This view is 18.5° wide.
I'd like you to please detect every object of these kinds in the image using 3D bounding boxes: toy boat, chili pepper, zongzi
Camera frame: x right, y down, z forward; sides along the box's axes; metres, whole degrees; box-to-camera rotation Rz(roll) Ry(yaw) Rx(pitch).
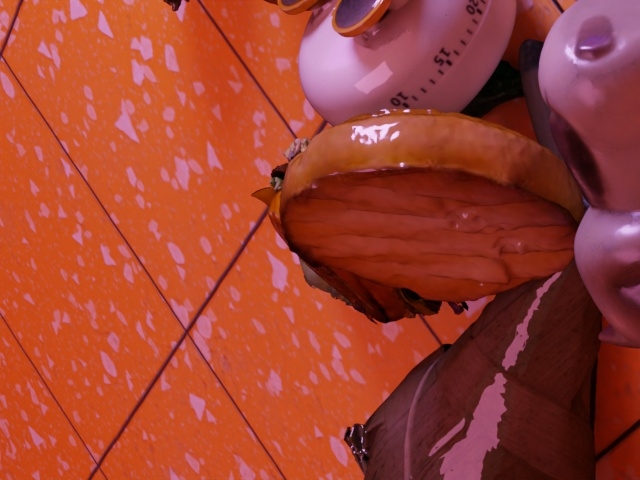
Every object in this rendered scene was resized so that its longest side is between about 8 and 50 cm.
[{"bbox_3d":[0.254,-0.107,1.893,0.134,0.079,0.207,-20,94,55],"label":"toy boat"},{"bbox_3d":[0.145,-0.139,2.051,0.227,0.059,0.088,-17,103,53],"label":"chili pepper"},{"bbox_3d":[0.222,0.301,1.994,0.467,0.218,0.500,121,139,-55],"label":"zongzi"}]

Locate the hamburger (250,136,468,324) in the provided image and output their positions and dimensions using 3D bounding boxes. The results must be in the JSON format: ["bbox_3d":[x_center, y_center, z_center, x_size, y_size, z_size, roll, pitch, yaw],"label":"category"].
[{"bbox_3d":[0.051,-0.012,2.160,0.261,0.138,0.243,46,172,-19],"label":"hamburger"}]

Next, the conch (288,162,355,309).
[{"bbox_3d":[0.004,0.000,2.326,0.095,0.080,0.200,103,149,-62],"label":"conch"}]

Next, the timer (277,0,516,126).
[{"bbox_3d":[0.097,-0.186,1.941,0.240,0.233,0.233,37,160,-29],"label":"timer"}]

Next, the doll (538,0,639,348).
[{"bbox_3d":[0.312,-0.069,1.713,0.226,0.215,0.370,-89,-13,-76],"label":"doll"}]

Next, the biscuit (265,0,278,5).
[{"bbox_3d":[-0.039,-0.341,2.079,0.220,0.066,0.220,17,138,16],"label":"biscuit"}]

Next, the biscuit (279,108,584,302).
[{"bbox_3d":[0.107,-0.037,1.875,0.296,0.296,0.102,-34,43,58],"label":"biscuit"}]

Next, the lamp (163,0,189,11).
[{"bbox_3d":[-0.187,-0.367,2.291,0.156,0.135,0.157,35,119,-8],"label":"lamp"}]
